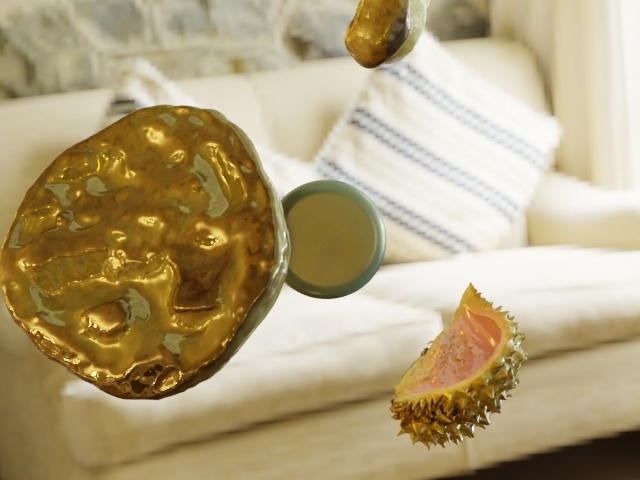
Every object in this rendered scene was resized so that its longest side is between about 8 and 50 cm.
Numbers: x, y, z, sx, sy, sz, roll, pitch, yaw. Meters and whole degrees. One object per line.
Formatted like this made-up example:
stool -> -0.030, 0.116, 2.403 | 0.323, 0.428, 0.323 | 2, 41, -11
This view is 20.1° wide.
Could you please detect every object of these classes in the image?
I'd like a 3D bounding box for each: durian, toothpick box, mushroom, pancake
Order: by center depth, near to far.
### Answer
pancake -> -0.153, 0.009, 1.639 | 0.294, 0.295, 0.049 | -1, -23, 25
toothpick box -> 0.000, 0.000, 1.876 | 0.120, 0.120, 0.184 | -7, 0, -5
mushroom -> 0.087, -0.263, 2.133 | 0.081, 0.100, 0.312 | 36, 15, -2
durian -> 0.180, 0.164, 2.241 | 0.132, 0.165, 0.182 | 26, 33, 14
